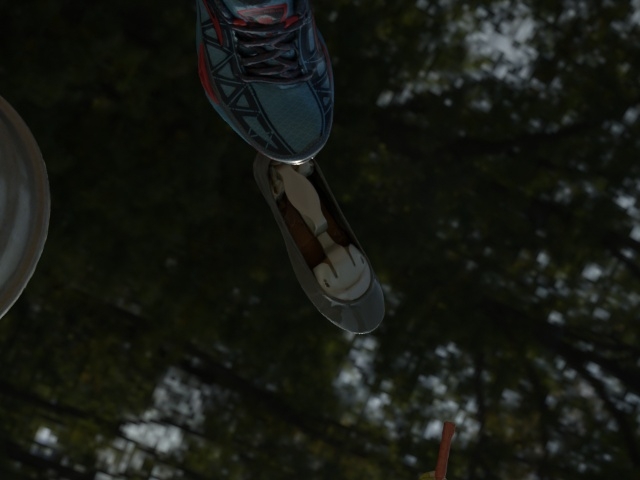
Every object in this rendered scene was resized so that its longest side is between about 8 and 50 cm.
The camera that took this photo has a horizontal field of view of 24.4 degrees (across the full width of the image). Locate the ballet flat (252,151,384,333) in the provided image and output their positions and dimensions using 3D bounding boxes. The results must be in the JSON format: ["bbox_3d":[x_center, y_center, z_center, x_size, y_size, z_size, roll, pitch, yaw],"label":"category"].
[{"bbox_3d":[0.000,0.000,1.433,0.072,0.213,0.068,-31,-173,-10],"label":"ballet flat"}]

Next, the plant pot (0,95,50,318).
[{"bbox_3d":[-0.448,-0.069,1.369,0.305,0.334,0.333,81,27,-74],"label":"plant pot"}]

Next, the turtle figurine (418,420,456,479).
[{"bbox_3d":[0.115,0.319,1.443,0.217,0.087,0.269,-28,-113,58],"label":"turtle figurine"}]

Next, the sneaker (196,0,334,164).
[{"bbox_3d":[-0.054,-0.171,1.110,0.104,0.262,0.125,-17,-160,0],"label":"sneaker"}]
